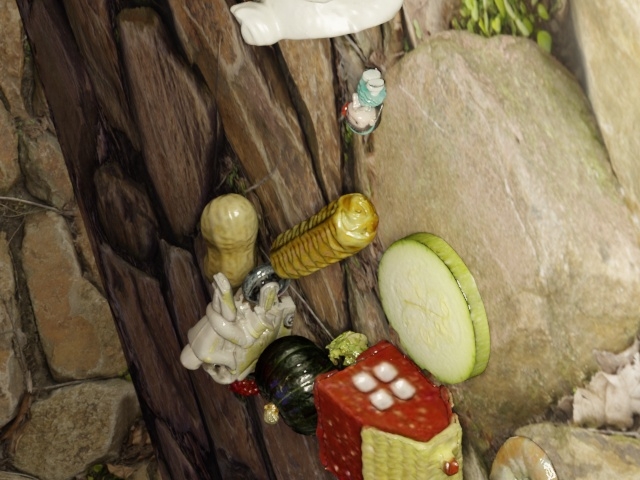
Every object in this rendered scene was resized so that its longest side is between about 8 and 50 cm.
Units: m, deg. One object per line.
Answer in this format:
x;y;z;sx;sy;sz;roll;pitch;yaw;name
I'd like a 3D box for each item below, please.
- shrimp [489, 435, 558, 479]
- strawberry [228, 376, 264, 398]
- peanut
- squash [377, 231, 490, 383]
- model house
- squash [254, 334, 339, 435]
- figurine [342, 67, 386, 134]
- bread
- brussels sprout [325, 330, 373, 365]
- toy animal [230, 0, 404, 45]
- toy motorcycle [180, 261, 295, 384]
0.267;0.365;1.491;0.126;0.048;0.223;32;124;51;shrimp
-0.182;0.231;2.373;0.228;0.098;0.174;41;144;48;strawberry
-0.178;0.003;2.142;0.125;0.111;0.274;60;156;33;peanut
0.160;0.092;1.546;0.219;0.041;0.219;42;144;41;squash
0.118;0.305;1.667;0.254;0.160;0.196;40;144;48;model house
-0.035;0.255;1.988;0.193;0.156;0.193;-17;-90;-87;squash
0.059;-0.187;1.505;0.060;0.047;0.106;50;151;20;figurine
-0.001;-0.001;1.772;0.077;0.084;0.367;31;160;-13;bread
0.057;0.181;1.838;0.085;0.058;0.085;23;147;16;brussels sprout
-0.037;-0.383;1.345;0.272;0.206;0.264;37;146;57;toy animal
-0.156;0.168;2.101;0.107;0.223;0.340;59;155;35;toy motorcycle
